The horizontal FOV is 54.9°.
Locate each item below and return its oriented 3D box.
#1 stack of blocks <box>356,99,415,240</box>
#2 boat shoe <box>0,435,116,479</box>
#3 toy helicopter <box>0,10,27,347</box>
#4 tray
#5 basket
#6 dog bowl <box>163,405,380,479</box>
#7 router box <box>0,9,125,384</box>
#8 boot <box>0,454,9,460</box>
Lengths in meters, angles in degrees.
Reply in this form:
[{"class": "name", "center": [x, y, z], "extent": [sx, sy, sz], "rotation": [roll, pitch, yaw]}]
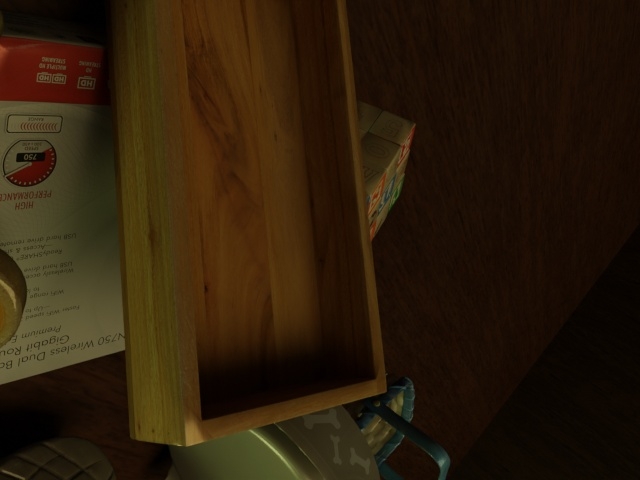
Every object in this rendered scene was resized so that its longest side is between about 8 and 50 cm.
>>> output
[{"class": "stack of blocks", "center": [0.000, 0.000, 0.704], "extent": [0.297, 0.087, 0.171], "rotation": [-56, 164, -32]}, {"class": "boat shoe", "center": [-0.325, 0.284, 0.561], "extent": [0.116, 0.123, 0.324], "rotation": [-27, 177, 24]}, {"class": "toy helicopter", "center": [-0.284, -0.071, 0.337], "extent": [0.235, 0.140, 0.355], "rotation": [-18, 119, -8]}, {"class": "tray", "center": [-0.057, -0.073, 0.485], "extent": [0.203, 0.076, 0.410], "rotation": [1, 80, -47]}, {"class": "basket", "center": [0.110, 0.368, 1.133], "extent": [0.201, 0.289, 0.254], "rotation": [-41, 142, -31]}, {"class": "dog bowl", "center": [-0.079, 0.290, 0.789], "extent": [0.102, 0.349, 0.348], "rotation": [-38, 146, -46]}, {"class": "router box", "center": [-0.171, -0.039, 0.590], "extent": [0.335, 0.082, 0.301], "rotation": [-11, 127, -48]}, {"class": "boot", "center": [-0.385, 0.302, 0.647], "extent": [0.189, 0.076, 0.208], "rotation": [-57, 155, 7]}]
